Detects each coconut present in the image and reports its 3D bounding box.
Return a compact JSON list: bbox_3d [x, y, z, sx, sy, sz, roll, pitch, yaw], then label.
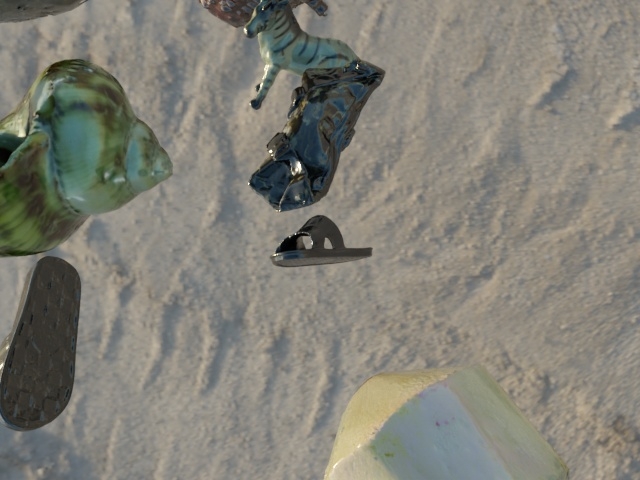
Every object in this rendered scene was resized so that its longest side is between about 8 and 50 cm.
[{"bbox_3d":[0.074,0.154,0.676,0.153,0.147,0.147,49,114,27],"label":"coconut"}]

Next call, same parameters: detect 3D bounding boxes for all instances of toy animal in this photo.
[{"bbox_3d":[-0.025,-0.259,1.424,0.176,0.216,0.073,-61,35,38],"label":"toy animal"}]

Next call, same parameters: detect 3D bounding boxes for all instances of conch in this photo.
[{"bbox_3d":[-0.216,-0.055,0.792,0.181,0.187,0.124,-21,114,23],"label":"conch"}]

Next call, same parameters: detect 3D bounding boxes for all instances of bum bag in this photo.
[{"bbox_3d":[-0.007,-0.139,1.302,0.102,0.069,0.248,4,54,36],"label":"bum bag"}]

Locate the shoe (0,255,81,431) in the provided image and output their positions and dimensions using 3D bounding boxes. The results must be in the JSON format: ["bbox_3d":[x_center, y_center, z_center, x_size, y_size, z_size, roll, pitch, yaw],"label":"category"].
[{"bbox_3d":[-0.269,0.102,0.967,0.049,0.071,0.179,-32,44,40],"label":"shoe"}]

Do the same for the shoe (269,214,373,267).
[{"bbox_3d":[0.000,0.000,1.119,0.062,0.159,0.053,-10,82,36],"label":"shoe"}]

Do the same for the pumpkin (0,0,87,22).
[{"bbox_3d":[-0.418,-0.461,1.245,0.454,0.454,0.344,-33,66,28],"label":"pumpkin"}]

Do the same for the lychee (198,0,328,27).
[{"bbox_3d":[-0.101,-0.481,1.724,0.300,0.264,0.264,37,113,-6],"label":"lychee"}]
